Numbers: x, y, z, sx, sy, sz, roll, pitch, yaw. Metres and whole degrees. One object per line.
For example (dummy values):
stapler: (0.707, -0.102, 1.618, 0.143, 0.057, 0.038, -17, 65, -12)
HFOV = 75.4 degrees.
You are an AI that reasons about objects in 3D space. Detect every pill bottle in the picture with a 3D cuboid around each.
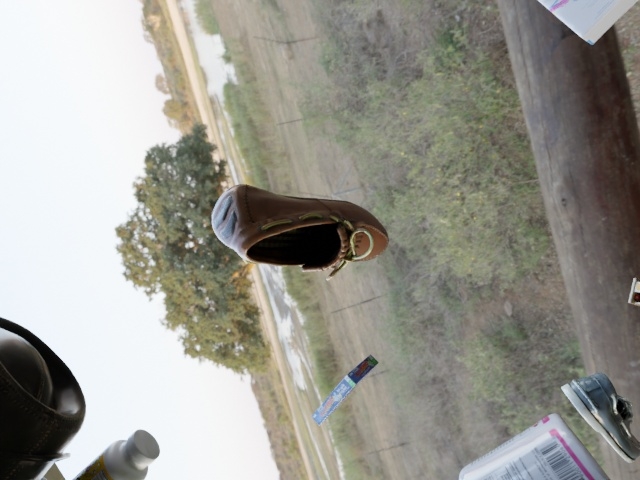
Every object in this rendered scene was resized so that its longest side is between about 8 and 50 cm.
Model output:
pill bottle: (-0.180, 0.203, 0.355, 0.043, 0.083, 0.043, 47, 177, 4)
pill bottle: (0.352, 0.450, 0.731, 0.160, 0.283, 0.160, 48, -168, -14)

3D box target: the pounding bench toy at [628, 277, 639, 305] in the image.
pounding bench toy: (0.661, 0.110, 0.806, 0.065, 0.083, 0.052, 180, 106, -80)

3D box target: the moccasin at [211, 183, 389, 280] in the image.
moccasin: (0.002, -0.002, 0.722, 0.139, 0.379, 0.147, -51, 55, 19)

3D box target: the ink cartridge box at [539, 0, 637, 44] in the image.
ink cartridge box: (0.435, -0.418, 0.695, 0.143, 0.092, 0.090, 54, 131, 18)

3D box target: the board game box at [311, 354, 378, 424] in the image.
board game box: (0.069, 0.418, 1.160, 0.035, 0.136, 0.201, 43, 119, 19)

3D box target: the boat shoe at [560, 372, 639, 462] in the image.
boat shoe: (0.673, 0.404, 0.946, 0.319, 0.099, 0.116, 41, -163, -24)

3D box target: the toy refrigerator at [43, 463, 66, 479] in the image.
toy refrigerator: (-0.579, 0.452, 0.780, 0.269, 0.094, 0.102, 47, 174, 13)

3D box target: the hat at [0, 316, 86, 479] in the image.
hat: (-0.302, 0.130, 0.345, 0.331, 0.134, 0.331, 28, 156, 14)
